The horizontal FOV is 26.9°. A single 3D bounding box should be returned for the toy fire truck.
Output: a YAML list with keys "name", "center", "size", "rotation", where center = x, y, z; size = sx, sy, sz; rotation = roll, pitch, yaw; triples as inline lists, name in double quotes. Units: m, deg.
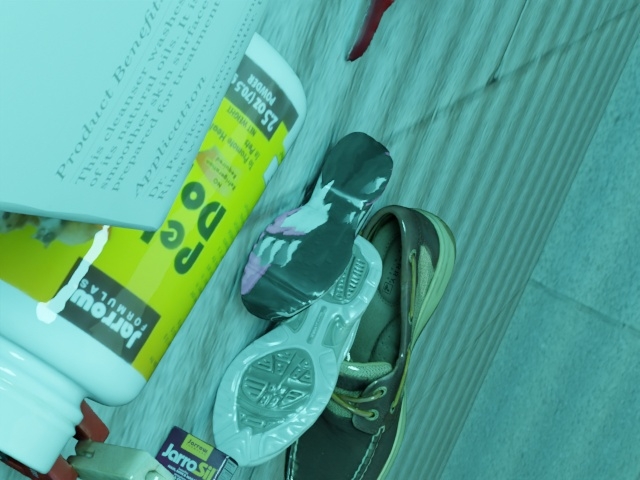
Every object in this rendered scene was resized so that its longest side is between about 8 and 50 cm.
- name: "toy fire truck"
  center: [-0.123, 0.119, 0.731]
  size: [0.047, 0.135, 0.192]
  rotation: [-56, 164, -24]

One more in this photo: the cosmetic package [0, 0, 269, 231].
- name: "cosmetic package"
  center: [-0.120, -0.133, 0.280]
  size: [0.217, 0.156, 0.385]
  rotation: [-64, 164, 2]

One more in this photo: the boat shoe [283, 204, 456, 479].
- name: "boat shoe"
  center: [0.032, 0.125, 1.332]
  size: [0.123, 0.123, 0.342]
  rotation: [16, 97, -67]

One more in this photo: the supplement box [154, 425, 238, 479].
- name: "supplement box"
  center: [-0.111, 0.199, 1.069]
  size: [0.083, 0.055, 0.043]
  rotation: [-61, 165, -13]

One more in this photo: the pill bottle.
- name: "pill bottle"
  center: [-0.104, -0.006, 0.616]
  size: [0.215, 0.117, 0.117]
  rotation: [-60, 165, -14]

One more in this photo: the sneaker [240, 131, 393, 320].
- name: "sneaker"
  center: [0.000, 0.000, 1.089]
  size: [0.178, 0.072, 0.077]
  rotation: [-50, 172, -25]

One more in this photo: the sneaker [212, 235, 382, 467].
- name: "sneaker"
  center: [-0.016, 0.109, 1.183]
  size: [0.232, 0.090, 0.115]
  rotation: [-56, 167, -23]

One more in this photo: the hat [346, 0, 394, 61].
- name: "hat"
  center: [0.043, -0.235, 0.915]
  size: [0.208, 0.183, 0.173]
  rotation: [69, 21, -10]
